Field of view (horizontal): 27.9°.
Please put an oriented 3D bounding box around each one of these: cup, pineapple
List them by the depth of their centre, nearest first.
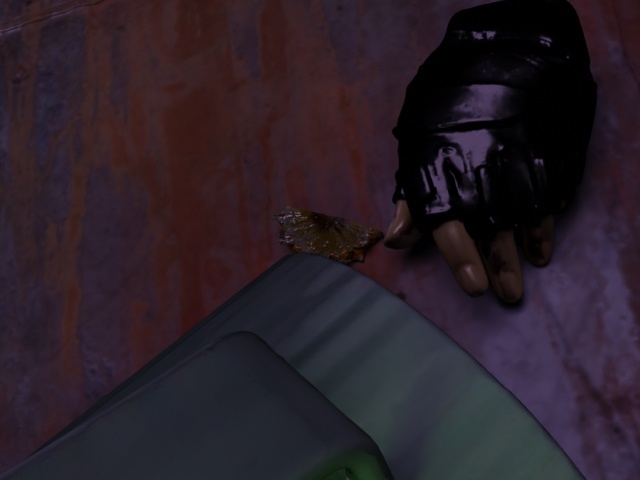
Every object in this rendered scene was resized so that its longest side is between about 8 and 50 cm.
[{"bbox_3d":[-0.059,0.220,0.598,0.392,0.401,0.310,-43,92,-15],"label":"cup"},{"bbox_3d":[0.000,0.000,0.933,0.083,0.019,0.045,18,63,26],"label":"pineapple"}]

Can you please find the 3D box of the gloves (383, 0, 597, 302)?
[{"bbox_3d":[0.114,-0.056,0.877,0.164,0.124,0.203,-21,43,29],"label":"gloves"}]
